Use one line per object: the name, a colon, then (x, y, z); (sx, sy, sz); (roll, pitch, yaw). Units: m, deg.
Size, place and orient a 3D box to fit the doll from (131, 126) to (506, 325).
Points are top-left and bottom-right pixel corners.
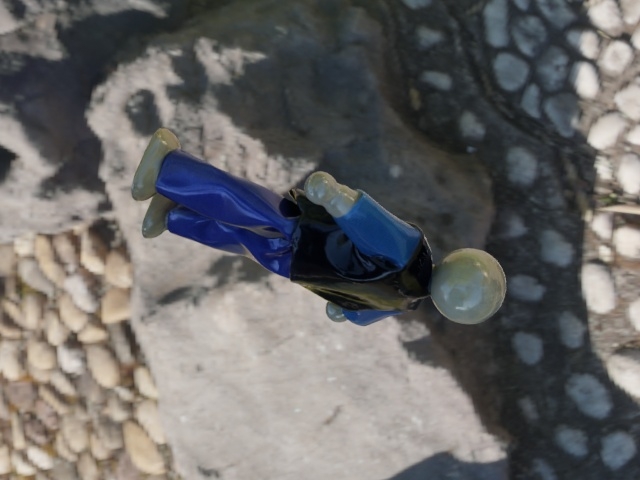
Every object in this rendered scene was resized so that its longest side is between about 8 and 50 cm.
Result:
doll: (0.000, 0.000, 0.651); (0.189, 0.129, 0.046); (20, 62, 12)
